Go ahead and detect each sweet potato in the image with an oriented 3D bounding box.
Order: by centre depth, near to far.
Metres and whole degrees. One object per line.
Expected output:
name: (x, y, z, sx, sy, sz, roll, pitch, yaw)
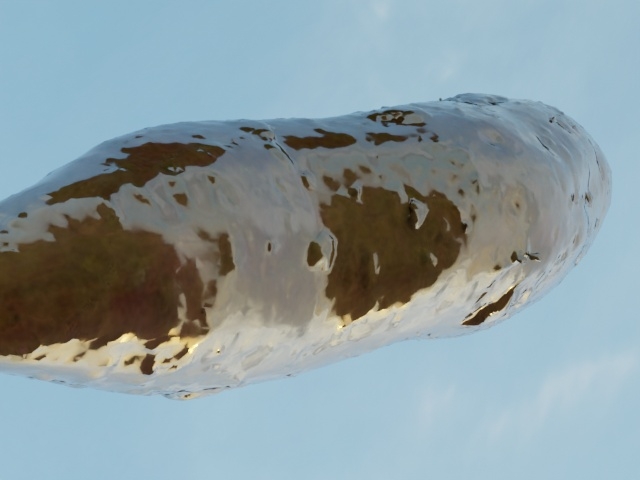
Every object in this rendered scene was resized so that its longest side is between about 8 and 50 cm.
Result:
sweet potato: (0.003, -0.001, 0.379, 0.065, 0.218, 0.051, -14, -93, 38)
